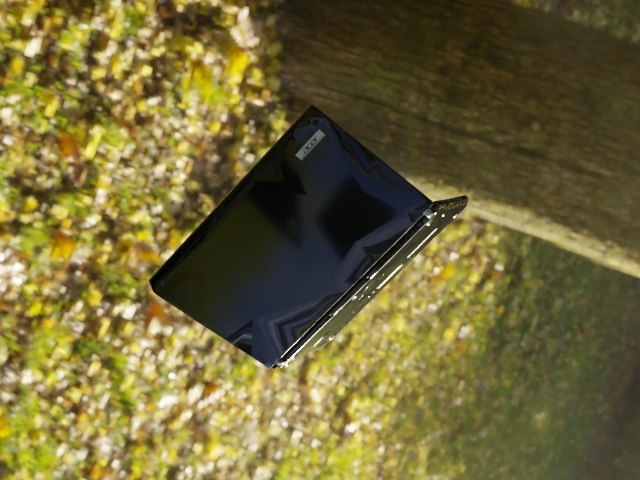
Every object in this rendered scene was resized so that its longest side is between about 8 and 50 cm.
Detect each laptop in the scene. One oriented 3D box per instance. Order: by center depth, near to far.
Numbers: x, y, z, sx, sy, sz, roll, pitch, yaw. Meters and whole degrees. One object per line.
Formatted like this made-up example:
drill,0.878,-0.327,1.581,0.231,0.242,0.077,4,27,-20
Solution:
laptop,0.000,0.000,1.115,0.234,0.136,0.264,-45,171,16
